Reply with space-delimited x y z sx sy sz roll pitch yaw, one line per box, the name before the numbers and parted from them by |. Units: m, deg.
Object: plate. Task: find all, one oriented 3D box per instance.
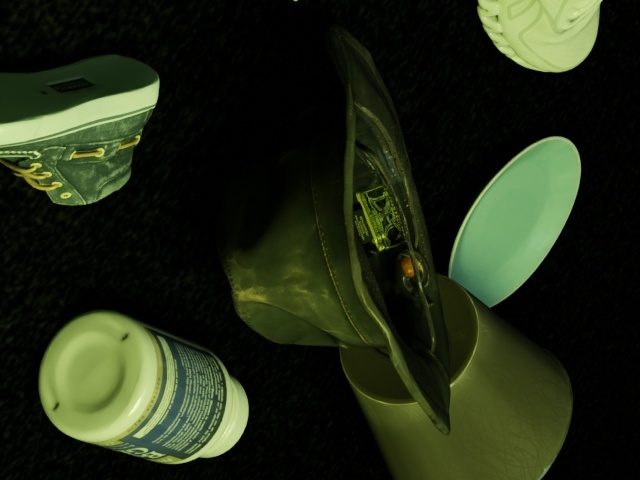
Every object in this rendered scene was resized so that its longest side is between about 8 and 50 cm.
plate | 0.174 -0.018 1.661 0.188 0.024 0.188 -34 143 -31

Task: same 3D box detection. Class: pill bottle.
pill bottle | -0.122 0.113 1.304 0.094 0.094 0.169 -56 149 2

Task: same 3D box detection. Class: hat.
hat | 0.000 0.000 1.282 0.134 0.331 0.331 -13 148 10

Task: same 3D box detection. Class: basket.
basket | 0.113 0.134 1.608 0.204 0.154 0.227 -49 145 -7

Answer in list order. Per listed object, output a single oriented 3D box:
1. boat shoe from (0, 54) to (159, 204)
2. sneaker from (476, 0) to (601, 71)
boat shoe | -0.174 -0.057 1.094 0.183 0.065 0.083 -17 131 -48
sneaker | 0.190 -0.219 1.396 0.110 0.118 0.292 -48 150 -16
